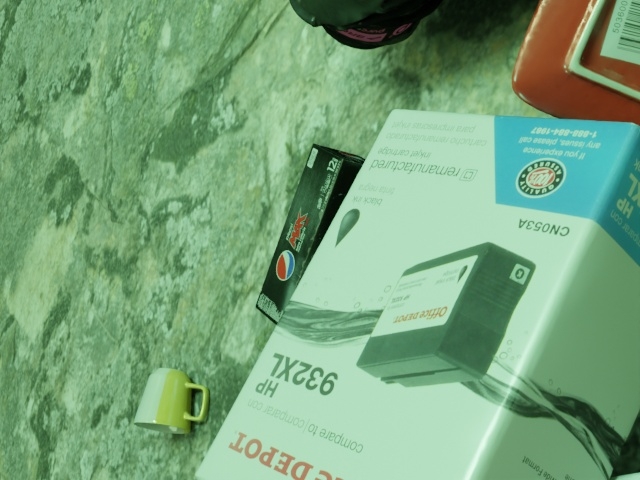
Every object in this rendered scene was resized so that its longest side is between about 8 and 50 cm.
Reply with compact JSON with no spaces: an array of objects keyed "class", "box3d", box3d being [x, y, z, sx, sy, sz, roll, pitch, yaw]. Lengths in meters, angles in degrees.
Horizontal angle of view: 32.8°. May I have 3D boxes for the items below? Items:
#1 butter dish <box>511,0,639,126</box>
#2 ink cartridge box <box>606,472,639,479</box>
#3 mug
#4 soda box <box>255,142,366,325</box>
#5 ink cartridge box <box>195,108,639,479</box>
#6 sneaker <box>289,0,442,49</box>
[{"class":"butter dish","box3d":[0.210,-0.151,0.728,0.118,0.159,0.160,-115,46,-71]},{"class":"ink cartridge box","box3d":[0.234,0.294,0.617,0.330,0.071,0.324,-23,63,44]},{"class":"mug","box3d":[-0.161,0.176,1.192,0.062,0.078,0.064,108,171,-71]},{"class":"soda box","box3d":[0.000,0.000,1.011,0.053,0.060,0.169,34,107,50]},{"class":"ink cartridge box","box3d":[0.088,0.076,0.725,0.223,0.129,0.307,12,69,49]},{"class":"sneaker","box3d":[0.073,-0.243,0.860,0.483,0.185,0.202,-110,25,-69]}]
